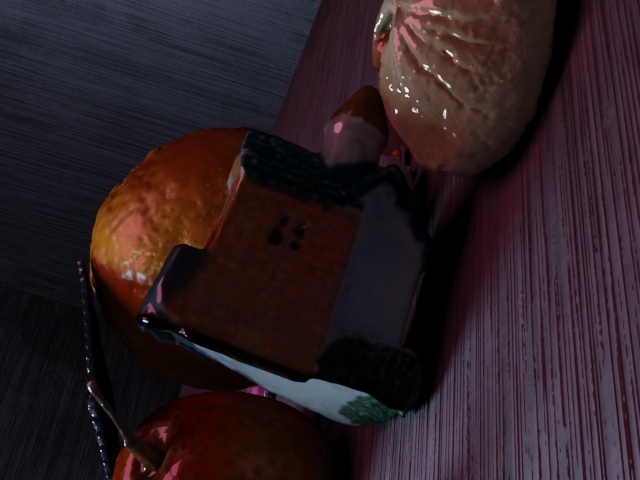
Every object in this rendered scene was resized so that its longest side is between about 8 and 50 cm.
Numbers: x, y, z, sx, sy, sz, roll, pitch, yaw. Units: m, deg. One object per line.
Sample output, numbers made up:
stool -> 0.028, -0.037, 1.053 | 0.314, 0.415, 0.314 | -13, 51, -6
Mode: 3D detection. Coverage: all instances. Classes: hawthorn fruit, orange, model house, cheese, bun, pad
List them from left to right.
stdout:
pad -> -0.251, 0.196, 1.317 | 0.269, 0.012, 0.270 | -111, 14, -52
hawthorn fruit -> -0.115, 0.277, 1.200 | 0.231, 0.263, 0.235 | 128, 141, -72
orange -> -0.110, 0.030, 1.411 | 0.293, 0.340, 0.340 | 44, 129, 30
cheese -> -0.097, 0.259, 1.796 | 0.145, 0.038, 0.095 | -95, 21, -52
model house -> 0.000, 0.000, 1.029 | 0.184, 0.253, 0.291 | 151, 141, -79
cheese -> 0.091, -0.080, 1.314 | 0.111, 0.017, 0.047 | -101, 26, -71
bun -> 0.110, -0.163, 0.958 | 0.220, 0.134, 0.220 | -168, 90, -81

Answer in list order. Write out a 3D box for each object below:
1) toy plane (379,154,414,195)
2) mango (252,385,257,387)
toy plane -> 0.003, 0.004, 1.193 | 0.252, 0.118, 0.252 | -41, -25, -25
mango -> -0.077, 0.113, 1.710 | 0.125, 0.111, 0.233 | -138, 66, -76
